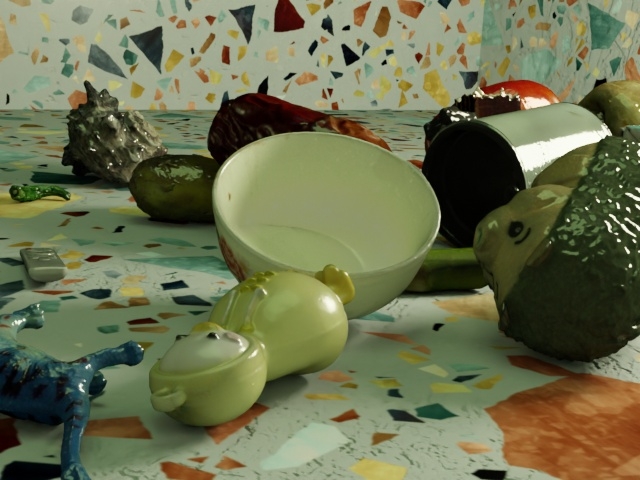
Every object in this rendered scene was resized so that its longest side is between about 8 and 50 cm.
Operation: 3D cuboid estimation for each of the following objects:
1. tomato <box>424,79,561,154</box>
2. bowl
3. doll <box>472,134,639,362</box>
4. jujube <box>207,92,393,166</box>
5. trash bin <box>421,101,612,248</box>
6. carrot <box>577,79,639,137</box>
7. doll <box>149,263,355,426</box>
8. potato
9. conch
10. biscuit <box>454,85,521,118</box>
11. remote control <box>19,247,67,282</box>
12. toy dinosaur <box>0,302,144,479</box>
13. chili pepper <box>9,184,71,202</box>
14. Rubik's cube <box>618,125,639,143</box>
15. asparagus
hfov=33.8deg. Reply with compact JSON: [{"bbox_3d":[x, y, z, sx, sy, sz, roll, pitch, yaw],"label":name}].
[{"bbox_3d":[0.361,-0.184,2.108,0.298,0.226,0.298,-20,-9,-3],"label":"tomato"},{"bbox_3d":[0.000,0.000,1.291,0.277,0.145,0.277,7,38,-5],"label":"bowl"},{"bbox_3d":[0.310,0.012,1.255,0.247,0.247,0.349,8,28,21],"label":"doll"},{"bbox_3d":[-0.032,-0.121,1.692,0.342,0.216,0.216,28,23,29],"label":"jujube"},{"bbox_3d":[0.332,-0.107,1.744,0.262,0.277,0.217,-16,-13,-40],"label":"trash bin"},{"bbox_3d":[0.623,-0.159,1.948,0.340,0.224,0.224,17,7,-23],"label":"carrot"},{"bbox_3d":[-0.066,0.094,1.002,0.141,0.117,0.296,-1,9,27],"label":"doll"},{"bbox_3d":[-0.206,-0.091,1.816,0.251,0.113,0.149,1,19,-15],"label":"potato"},{"bbox_3d":[-0.406,-0.199,2.150,0.240,0.186,0.313,28,-11,-11],"label":"conch"},{"bbox_3d":[0.310,-0.155,1.925,0.106,0.252,0.070,-6,6,-24],"label":"biscuit"},{"bbox_3d":[-0.377,0.033,1.424,0.050,0.027,0.184,0,8,-20],"label":"remote control"},{"bbox_3d":[-0.256,0.122,0.941,0.329,0.076,0.144,26,30,36],"label":"toy dinosaur"},{"bbox_3d":[-0.515,-0.085,1.906,0.118,0.035,0.055,4,21,-45],"label":"chili pepper"},{"bbox_3d":[0.612,-0.062,1.647,0.224,0.221,0.231,-6,15,-36],"label":"Rubik's cube"},{"bbox_3d":[0.103,0.041,1.428,0.277,0.067,0.060,1,-26,-16],"label":"asparagus"}]
